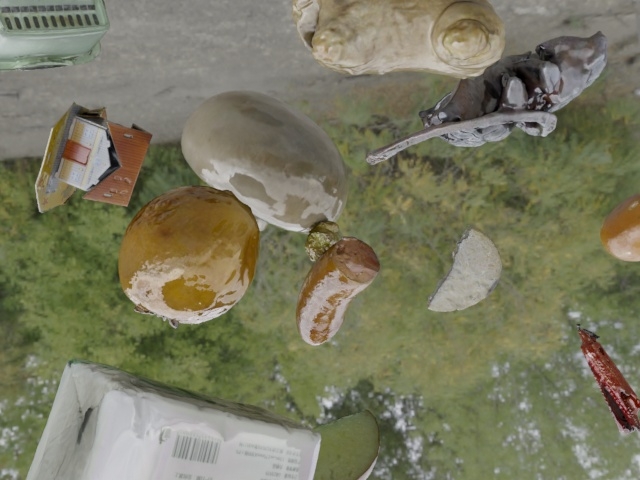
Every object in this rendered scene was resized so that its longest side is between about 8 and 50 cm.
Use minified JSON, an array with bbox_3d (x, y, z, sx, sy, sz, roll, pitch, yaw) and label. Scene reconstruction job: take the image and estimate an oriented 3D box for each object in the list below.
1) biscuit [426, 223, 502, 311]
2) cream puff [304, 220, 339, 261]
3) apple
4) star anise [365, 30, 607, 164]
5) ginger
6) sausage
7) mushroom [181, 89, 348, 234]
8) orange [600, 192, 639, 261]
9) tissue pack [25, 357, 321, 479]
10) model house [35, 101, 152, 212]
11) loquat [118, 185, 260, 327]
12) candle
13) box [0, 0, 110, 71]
[{"bbox_3d":[0.364,0.086,1.667,0.133,0.249,0.032,19,-152,-5],"label":"biscuit"},{"bbox_3d":[0.000,0.000,1.306,0.058,0.083,0.083,16,149,-21],"label":"cream puff"},{"bbox_3d":[-0.021,0.481,1.425,0.346,0.179,0.254,-11,177,-35],"label":"apple"},{"bbox_3d":[0.277,-0.206,1.073,0.360,0.139,0.316,-23,-179,30],"label":"star anise"},{"bbox_3d":[0.104,-0.261,0.839,0.276,0.130,0.221,-20,-135,-30],"label":"ginger"},{"bbox_3d":[0.017,0.099,1.226,0.109,0.108,0.270,-7,147,-22],"label":"sausage"},{"bbox_3d":[-0.122,-0.131,1.388,0.294,0.362,0.362,-54,164,16],"label":"mushroom"},{"bbox_3d":[0.666,-0.025,1.429,0.156,0.124,0.156,-46,-179,1],"label":"orange"},{"bbox_3d":[-0.200,0.333,0.924,0.357,0.265,0.194,28,162,-39],"label":"tissue pack"},{"bbox_3d":[-0.419,-0.135,1.308,0.136,0.219,0.207,21,-170,3],"label":"model house"},{"bbox_3d":[-0.209,0.018,1.097,0.239,0.238,0.193,-7,160,17],"label":"loquat"},{"bbox_3d":[0.734,0.349,1.759,0.084,0.301,0.059,-33,154,18],"label":"candle"},{"bbox_3d":[-0.469,-0.407,1.055,0.221,0.290,0.166,-20,-176,-41],"label":"box"}]
